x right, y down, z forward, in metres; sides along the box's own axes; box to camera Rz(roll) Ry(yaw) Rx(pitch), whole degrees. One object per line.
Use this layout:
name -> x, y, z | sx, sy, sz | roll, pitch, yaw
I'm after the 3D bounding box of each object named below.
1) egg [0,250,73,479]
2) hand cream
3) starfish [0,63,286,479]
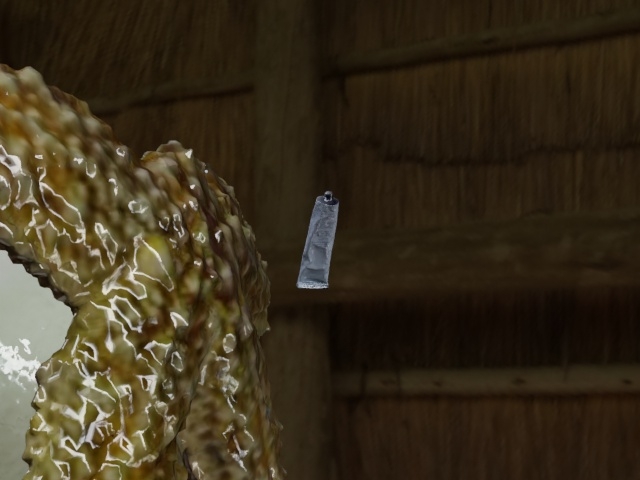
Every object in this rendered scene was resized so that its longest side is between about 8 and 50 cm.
egg -> -0.305, 0.119, 0.894 | 0.337, 0.201, 0.337 | 1, -77, 6
hand cream -> 0.000, 0.000, 1.011 | 0.030, 0.019, 0.093 | -1, -60, -24
starfish -> -0.096, 0.061, 0.498 | 0.132, 0.384, 0.398 | -5, -9, 12
